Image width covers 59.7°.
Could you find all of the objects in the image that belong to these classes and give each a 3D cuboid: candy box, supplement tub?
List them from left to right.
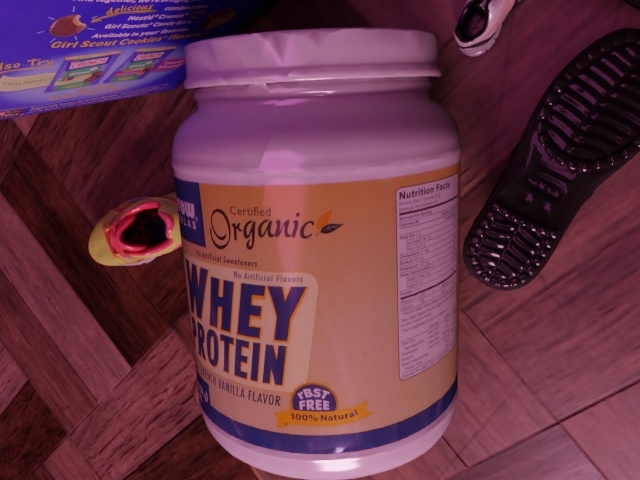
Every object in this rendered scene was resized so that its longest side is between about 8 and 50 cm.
[{"bbox_3d":[-0.154,-0.225,0.434,0.317,0.268,0.122,-23,96,40],"label":"candy box"},{"bbox_3d":[0.000,0.000,0.465,0.228,0.228,0.317,4,106,26],"label":"supplement tub"}]

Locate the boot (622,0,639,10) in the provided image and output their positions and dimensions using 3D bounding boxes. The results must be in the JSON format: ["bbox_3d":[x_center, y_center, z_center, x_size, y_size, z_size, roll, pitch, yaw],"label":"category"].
[{"bbox_3d":[0.194,-0.268,0.350,0.244,0.088,0.176,24,115,-5],"label":"boot"}]

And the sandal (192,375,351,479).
[{"bbox_3d":[-0.048,0.209,0.631,0.240,0.088,0.079,35,123,20],"label":"sandal"}]

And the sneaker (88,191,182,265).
[{"bbox_3d":[-0.215,-0.012,0.651,0.208,0.094,0.082,-19,96,32],"label":"sneaker"}]

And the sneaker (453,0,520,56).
[{"bbox_3d":[0.143,-0.199,0.442,0.040,0.043,0.109,34,115,18],"label":"sneaker"}]

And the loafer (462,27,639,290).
[{"bbox_3d":[0.185,-0.064,0.441,0.080,0.078,0.220,37,100,6],"label":"loafer"}]
